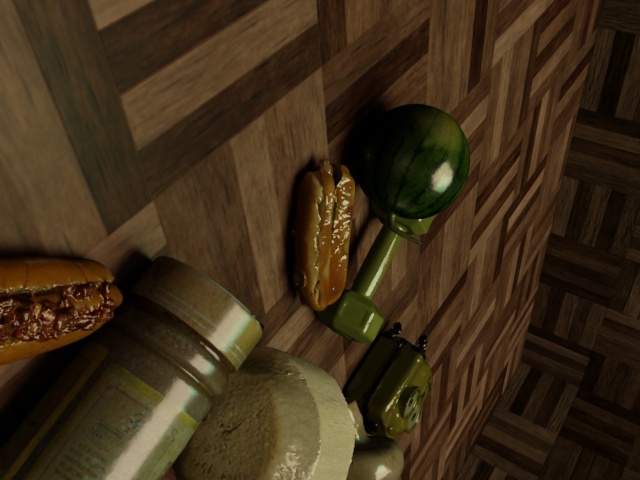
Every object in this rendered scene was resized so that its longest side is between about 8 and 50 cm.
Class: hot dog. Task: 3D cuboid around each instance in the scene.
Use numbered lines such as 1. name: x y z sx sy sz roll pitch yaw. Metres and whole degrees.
1. hot dog: -0.271 0.065 0.571 0.249 0.076 0.102 1 113 -62
2. hot dog: 0.000 0.000 1.024 0.109 0.072 0.269 -28 132 -49

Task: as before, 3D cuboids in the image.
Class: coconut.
1. coconut: -0.073 0.277 0.929 0.237 0.237 0.266 -62 148 -11

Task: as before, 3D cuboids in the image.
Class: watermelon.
1. watermelon: 0.145 -0.117 1.071 0.214 0.188 0.188 -64 153 -2

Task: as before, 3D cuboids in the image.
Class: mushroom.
1. mushroom: 0.062 0.456 1.397 0.206 0.209 0.206 -28 157 -14

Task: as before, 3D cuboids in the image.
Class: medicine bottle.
1. medicine bottle: -0.211 0.185 0.688 0.322 0.151 0.151 -55 151 -22

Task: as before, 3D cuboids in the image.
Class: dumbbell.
1. dumbbell: 0.105 0.039 1.202 0.302 0.121 0.108 -61 -179 -9

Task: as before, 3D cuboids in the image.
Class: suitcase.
1. suitcase: 0.171 0.340 1.514 0.235 0.143 0.194 -52 150 -27

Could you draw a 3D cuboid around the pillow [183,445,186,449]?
1. pillow: -0.245 0.276 0.772 0.135 0.034 0.211 41 70 -25
